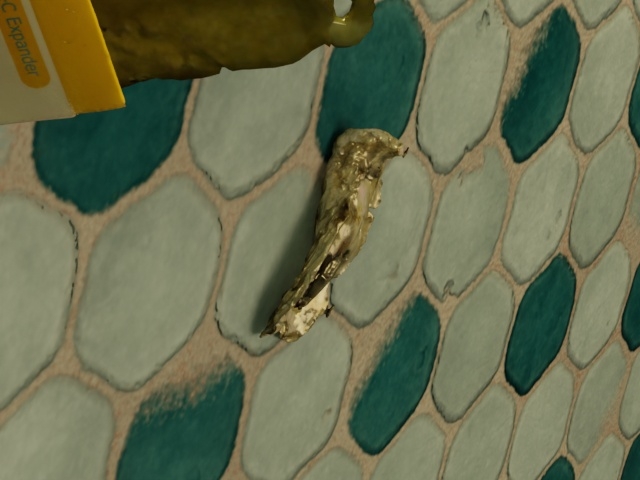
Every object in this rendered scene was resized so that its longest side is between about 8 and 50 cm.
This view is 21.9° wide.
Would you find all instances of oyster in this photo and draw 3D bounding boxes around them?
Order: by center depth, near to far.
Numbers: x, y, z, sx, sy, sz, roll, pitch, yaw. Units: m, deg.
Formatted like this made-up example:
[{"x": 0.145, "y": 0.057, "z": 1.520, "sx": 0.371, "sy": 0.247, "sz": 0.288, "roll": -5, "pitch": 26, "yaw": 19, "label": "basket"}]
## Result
[{"x": 0.002, "y": 0.003, "z": 1.424, "sx": 0.200, "sy": 0.061, "sz": 0.106, "roll": -58, "pitch": 166, "yaw": -17, "label": "oyster"}]

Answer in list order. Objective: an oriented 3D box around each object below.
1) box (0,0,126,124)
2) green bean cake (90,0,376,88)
[{"x": -0.225, "y": -0.103, "z": 0.792, "sx": 0.033, "sy": 0.247, "sz": 0.129, "roll": -87, "pitch": 169, "yaw": -45, "label": "box"}, {"x": -0.128, "y": -0.237, "z": 0.813, "sx": 0.285, "sy": 0.309, "sz": 0.202, "roll": 77, "pitch": 16, "yaw": -47, "label": "green bean cake"}]
